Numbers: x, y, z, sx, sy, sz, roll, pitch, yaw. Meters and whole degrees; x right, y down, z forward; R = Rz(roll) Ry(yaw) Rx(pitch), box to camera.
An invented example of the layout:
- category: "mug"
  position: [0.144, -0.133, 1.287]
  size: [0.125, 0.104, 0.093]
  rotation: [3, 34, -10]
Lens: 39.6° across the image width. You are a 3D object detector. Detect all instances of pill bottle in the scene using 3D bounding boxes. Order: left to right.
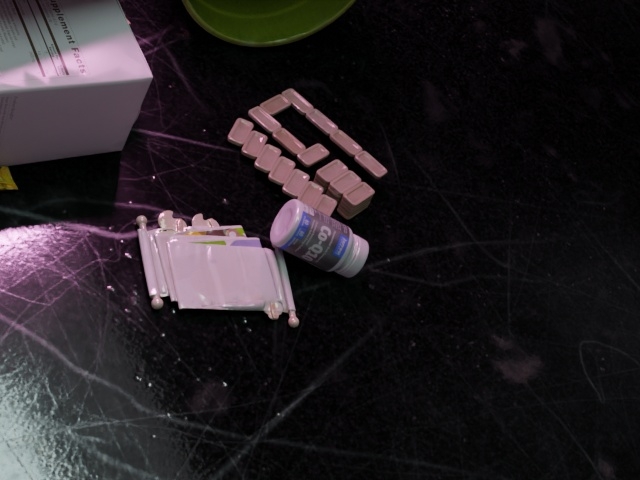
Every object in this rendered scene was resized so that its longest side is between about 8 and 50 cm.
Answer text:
- category: "pill bottle"
  position: [0.000, 0.000, 1.342]
  size: [0.137, 0.078, 0.078]
  rotation: [27, 48, -24]

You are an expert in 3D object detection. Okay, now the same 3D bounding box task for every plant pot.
- category: "plant pot"
  position: [-0.124, -0.593, 1.558]
  size: [0.367, 0.366, 0.353]
  rotation: [-2, 47, -30]

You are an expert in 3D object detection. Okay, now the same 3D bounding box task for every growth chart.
- category: "growth chart"
  position: [-0.147, 0.038, 1.282]
  size: [0.237, 0.021, 0.171]
  rotation: [8, 54, -24]

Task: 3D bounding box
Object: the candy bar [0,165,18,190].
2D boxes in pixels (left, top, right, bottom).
- category: "candy bar"
  position: [-0.486, -0.073, 1.177]
  size: [0.162, 0.018, 0.040]
  rotation: [-12, 64, -34]

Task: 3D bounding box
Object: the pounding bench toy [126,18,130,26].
- category: "pounding bench toy"
  position: [-0.359, -0.347, 1.418]
  size: [0.083, 0.052, 0.065]
  rotation: [48, 49, 9]

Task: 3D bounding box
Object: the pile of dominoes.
- category: "pile of dominoes"
  position: [-0.028, -0.133, 1.474]
  size: [0.251, 0.040, 0.196]
  rotation: [42, 48, 15]

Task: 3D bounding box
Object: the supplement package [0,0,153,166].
- category: "supplement package"
  position: [-0.412, -0.222, 1.216]
  size: [0.293, 0.177, 0.175]
  rotation: [-12, 66, -35]
